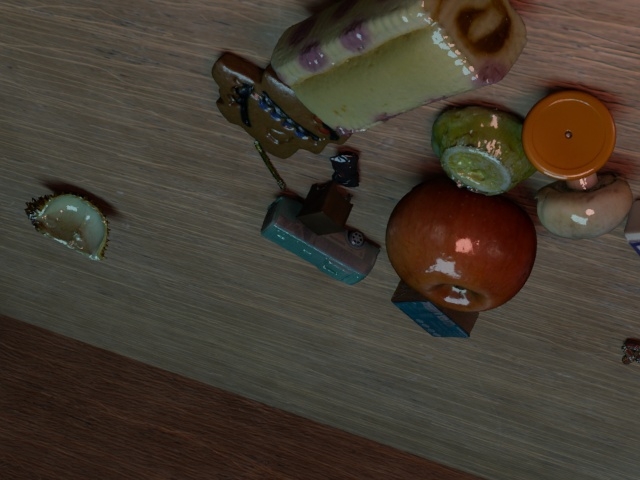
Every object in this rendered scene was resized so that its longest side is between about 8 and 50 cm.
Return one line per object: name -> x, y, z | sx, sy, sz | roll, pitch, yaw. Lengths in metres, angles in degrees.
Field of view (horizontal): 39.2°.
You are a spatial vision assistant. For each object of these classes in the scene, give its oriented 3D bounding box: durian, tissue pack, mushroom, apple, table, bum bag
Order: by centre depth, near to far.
mushroom -> 0.417, -0.068, 1.427 | 0.154, 0.154, 0.122 | -3, 103, 44
apple -> 0.253, 0.011, 1.605 | 0.252, 0.206, 0.272 | 4, 158, 45
bum bag -> 0.047, -0.134, 1.716 | 0.058, 0.034, 0.124 | 4, 153, 7
table -> 0.013, -0.066, 1.821 | 0.070, 0.082, 0.083 | 39, 151, -30
tissue pack -> 0.261, 0.149, 2.038 | 0.120, 0.082, 0.169 | -6, 143, 48
durian -> -0.648, -0.053, 2.350 | 0.252, 0.139, 0.144 | 30, 150, -13

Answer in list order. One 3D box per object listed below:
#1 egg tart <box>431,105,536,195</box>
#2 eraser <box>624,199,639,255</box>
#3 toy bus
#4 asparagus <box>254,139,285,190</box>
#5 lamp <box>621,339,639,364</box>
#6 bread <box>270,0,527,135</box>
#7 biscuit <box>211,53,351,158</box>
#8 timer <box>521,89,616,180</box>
egg tart -> 0.260, -0.141, 1.470 | 0.197, 0.078, 0.197 | 20, 154, 11
eraser -> 0.629, 0.034, 1.495 | 0.124, 0.081, 0.279 | -8, 141, 47
toy bus -> 0.000, 0.000, 1.944 | 0.262, 0.109, 0.091 | 30, 149, -16
asparagus -> -0.103, -0.151, 1.835 | 0.016, 0.013, 0.166 | 21, 157, 31
lamp -> 0.674, 0.240, 1.934 | 0.063, 0.031, 0.083 | 4, 146, 33
bread -> 0.101, -0.270, 1.255 | 0.187, 0.155, 0.338 | 44, 151, -23
biscuit -> -0.057, -0.230, 1.600 | 0.301, 0.043, 0.278 | 5, 150, 34
timer -> 0.369, -0.144, 1.354 | 0.132, 0.132, 0.152 | 17, 178, 14
